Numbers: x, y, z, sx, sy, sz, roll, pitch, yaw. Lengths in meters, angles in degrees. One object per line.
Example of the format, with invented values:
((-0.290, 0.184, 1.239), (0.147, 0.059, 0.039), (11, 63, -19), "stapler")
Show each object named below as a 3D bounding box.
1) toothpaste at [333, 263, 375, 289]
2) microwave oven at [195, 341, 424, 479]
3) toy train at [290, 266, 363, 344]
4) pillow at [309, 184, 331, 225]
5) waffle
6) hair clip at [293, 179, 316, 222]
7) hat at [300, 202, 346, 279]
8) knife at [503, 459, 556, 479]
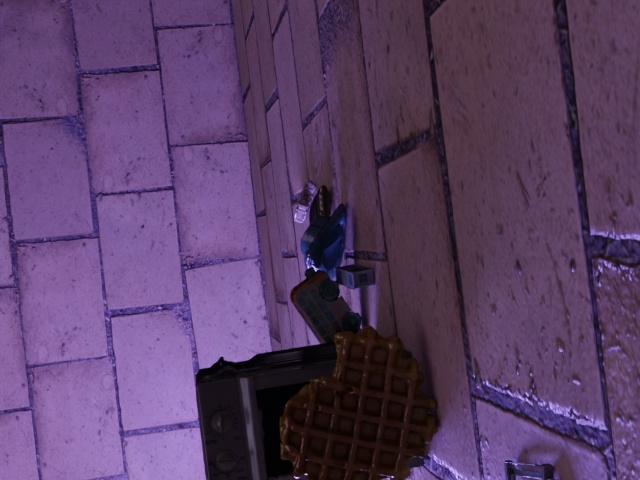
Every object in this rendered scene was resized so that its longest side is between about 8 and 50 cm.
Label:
((0.064, 0.071, 1.513), (0.164, 0.046, 0.034), (-173, 74, -79), "toothpaste")
((-0.035, 0.294, 1.346), (0.286, 0.354, 0.219), (156, 106, -80), "microwave oven")
((0.013, 0.144, 1.552), (0.188, 0.099, 0.072), (55, 173, -6), "toy train")
((-0.002, -0.052, 1.795), (0.203, 0.038, 0.113), (129, 139, -79), "pillow")
((0.047, 0.267, 1.177), (0.056, 0.253, 0.249), (44, -156, -86), "waffle")
((-0.048, -0.076, 1.983), (0.226, 0.034, 0.072), (113, 177, -68), "hair clip")
((0.000, 0.000, 1.607), (0.138, 0.077, 0.191), (-54, -25, -40), "hat")
((0.218, 0.377, 0.809), (0.123, 0.053, 0.278), (110, 170, -75), "knife")
